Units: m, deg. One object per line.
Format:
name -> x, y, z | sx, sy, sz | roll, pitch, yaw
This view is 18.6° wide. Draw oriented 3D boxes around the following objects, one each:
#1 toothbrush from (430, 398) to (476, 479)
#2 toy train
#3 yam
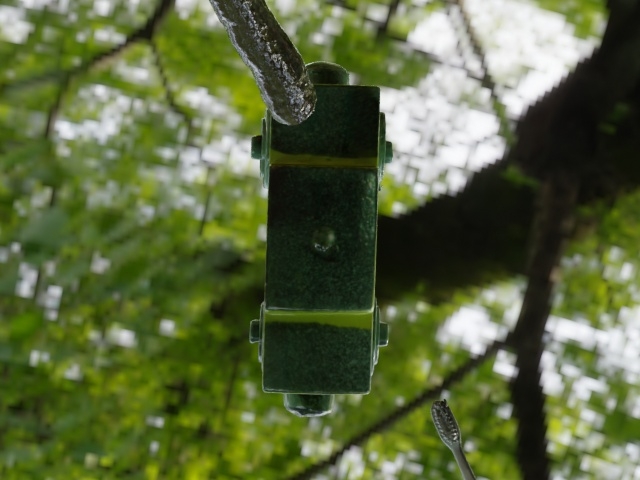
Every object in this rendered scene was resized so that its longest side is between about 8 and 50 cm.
toothbrush -> 0.167, 0.284, 1.842 | 0.021, 0.288, 0.024 | -24, 175, 1
toy train -> 0.000, 0.000, 2.368 | 0.179, 0.442, 0.272 | 2, -179, -1
yam -> -0.075, -0.227, 2.043 | 0.061, 0.274, 0.061 | -16, -134, 17
